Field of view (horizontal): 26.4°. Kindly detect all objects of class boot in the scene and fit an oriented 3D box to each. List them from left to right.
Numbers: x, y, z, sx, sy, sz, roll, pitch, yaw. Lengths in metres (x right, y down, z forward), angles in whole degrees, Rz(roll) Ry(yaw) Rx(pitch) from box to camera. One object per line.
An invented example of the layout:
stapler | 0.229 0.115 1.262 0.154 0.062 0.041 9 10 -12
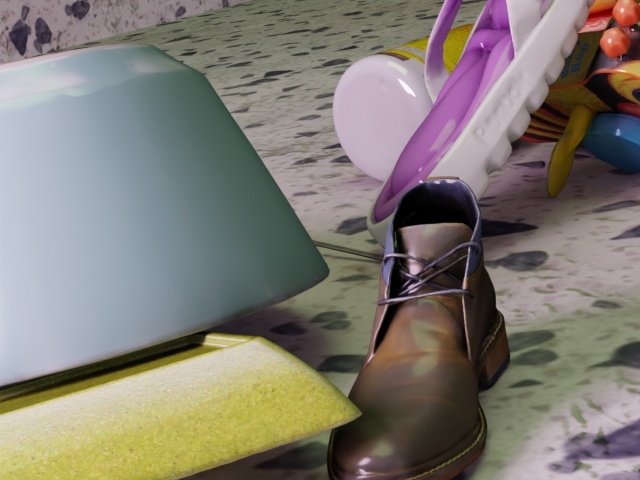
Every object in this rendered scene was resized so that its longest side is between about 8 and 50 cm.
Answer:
boot | 0.043 0.043 0.674 0.082 0.106 0.219 -5 15 17

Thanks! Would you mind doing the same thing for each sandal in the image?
sandal | 0.126 -0.168 1.050 0.169 0.102 0.416 -37 20 48

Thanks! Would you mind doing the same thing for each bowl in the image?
bowl | -0.163 -0.019 0.815 0.311 0.163 0.311 -13 3 1

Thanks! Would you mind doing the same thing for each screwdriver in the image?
screwdriver | 0.000 0.000 1.029 0.170 0.024 0.025 7 50 42

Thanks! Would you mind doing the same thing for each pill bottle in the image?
pill bottle | 0.120 -0.134 1.264 0.117 0.117 0.215 5 21 43

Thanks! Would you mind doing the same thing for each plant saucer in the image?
plant saucer | -0.098 0.083 0.646 0.188 0.045 0.188 -15 2 -18

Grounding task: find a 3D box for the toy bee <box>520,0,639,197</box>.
toy bee | 0.241 -0.138 1.063 0.298 0.162 0.195 -16 53 37

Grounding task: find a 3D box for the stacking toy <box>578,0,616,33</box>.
stacking toy | 0.267 -0.311 1.455 0.165 0.302 0.175 -16 7 -25
